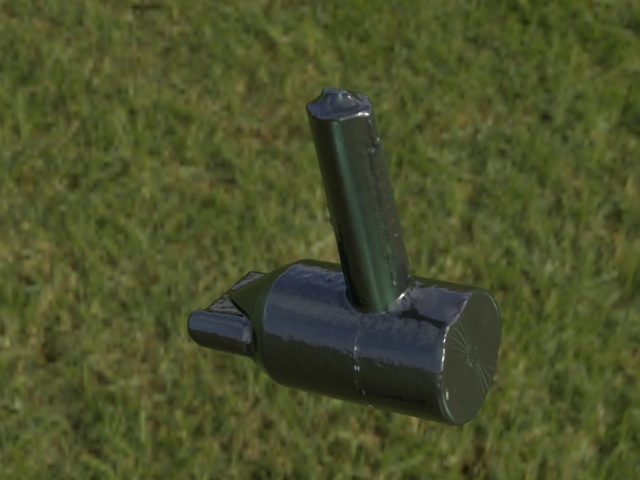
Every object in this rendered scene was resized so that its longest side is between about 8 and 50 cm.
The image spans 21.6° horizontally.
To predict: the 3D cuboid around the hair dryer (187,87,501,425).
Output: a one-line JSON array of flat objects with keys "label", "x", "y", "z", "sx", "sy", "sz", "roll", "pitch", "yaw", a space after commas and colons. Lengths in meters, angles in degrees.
[{"label": "hair dryer", "x": 0.000, "y": 0.000, "z": 1.333, "sx": 0.244, "sy": 0.302, "sz": 0.116, "roll": 9, "pitch": 40, "yaw": 28}]
